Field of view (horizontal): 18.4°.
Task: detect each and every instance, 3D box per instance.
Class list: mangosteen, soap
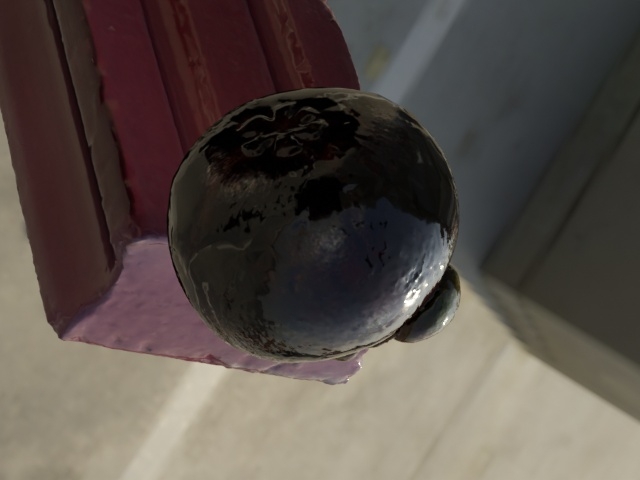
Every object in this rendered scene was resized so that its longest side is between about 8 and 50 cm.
[{"bbox_3d":[0.000,0.000,0.973,0.152,0.152,0.152,-46,156,-28],"label":"mangosteen"},{"bbox_3d":[-0.084,-0.090,1.308,0.233,0.359,0.128,12,134,-34],"label":"soap"}]
